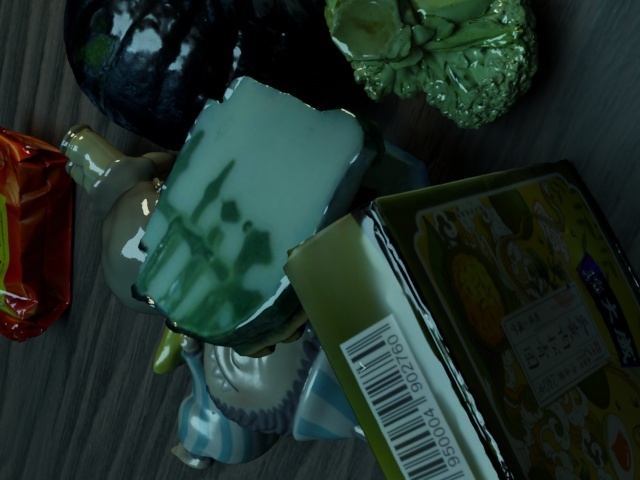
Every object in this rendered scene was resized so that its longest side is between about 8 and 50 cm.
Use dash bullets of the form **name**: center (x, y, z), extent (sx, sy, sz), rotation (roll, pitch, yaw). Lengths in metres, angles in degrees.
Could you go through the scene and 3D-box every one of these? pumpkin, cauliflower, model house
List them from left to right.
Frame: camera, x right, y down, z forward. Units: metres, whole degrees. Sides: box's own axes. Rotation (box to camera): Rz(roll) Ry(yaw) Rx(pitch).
- **pumpkin**: center (-0.146, -0.273, 1.295), extent (0.363, 0.363, 0.266), rotation (51, 132, 21)
- **model house**: center (0.000, 0.000, 1.195), extent (0.252, 0.329, 0.295), rotation (29, 96, 38)
- **cauliflower**: center (0.102, -0.263, 1.137), extent (0.275, 0.250, 0.272), rotation (10, 110, 37)

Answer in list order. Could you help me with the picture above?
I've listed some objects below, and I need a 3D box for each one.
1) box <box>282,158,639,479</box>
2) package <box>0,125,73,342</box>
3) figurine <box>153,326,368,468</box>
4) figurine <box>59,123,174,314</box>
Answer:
- **box**: center (0.201, 0.122, 1.027), extent (0.138, 0.420, 0.373), rotation (-33, 78, 37)
- **package**: center (-0.575, -0.017, 1.932), extent (0.196, 0.123, 0.423), rotation (24, 118, 39)
- **figurine**: center (-0.025, 0.225, 1.390), extent (0.378, 0.266, 0.361), rotation (32, 127, 33)
- **figurine**: center (-0.281, -0.034, 1.595), extent (0.380, 0.203, 0.248), rotation (46, 132, 26)
